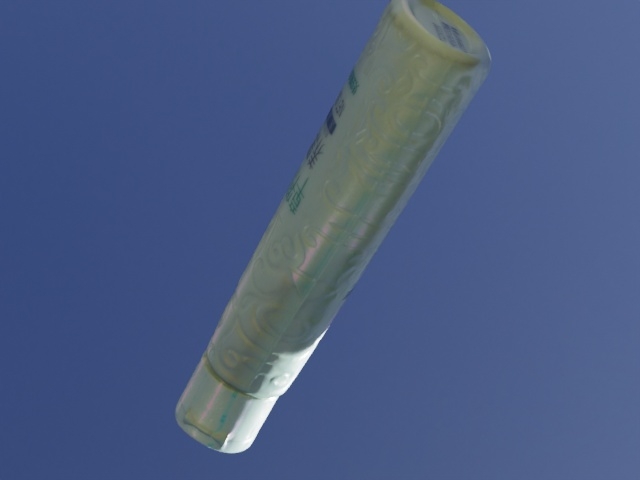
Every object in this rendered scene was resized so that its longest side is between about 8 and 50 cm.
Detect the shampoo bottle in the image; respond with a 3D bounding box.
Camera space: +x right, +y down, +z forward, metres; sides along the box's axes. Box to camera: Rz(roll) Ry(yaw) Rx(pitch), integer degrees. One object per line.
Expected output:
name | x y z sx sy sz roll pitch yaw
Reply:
shampoo bottle | 0.000 0.000 0.462 0.041 0.190 0.069 23 -156 -17
